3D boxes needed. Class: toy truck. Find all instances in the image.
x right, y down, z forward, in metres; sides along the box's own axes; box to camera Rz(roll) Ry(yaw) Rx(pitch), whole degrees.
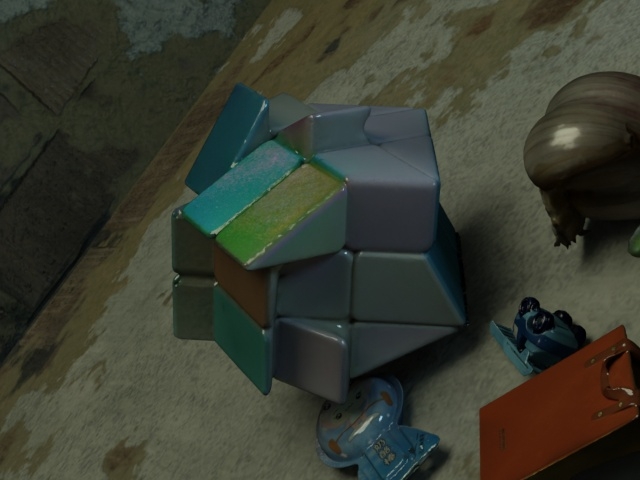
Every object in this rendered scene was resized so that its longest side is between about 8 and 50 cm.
[{"bbox_3d":[0.233,0.099,1.251,0.074,0.063,0.136,-63,17,14],"label":"toy truck"}]

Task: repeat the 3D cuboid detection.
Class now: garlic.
[{"bbox_3d":[0.330,-0.056,1.259,0.207,0.207,0.256,-40,59,16],"label":"garlic"}]

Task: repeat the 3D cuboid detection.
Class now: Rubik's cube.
[{"bbox_3d":[0.000,0.000,1.424,0.368,0.358,0.387,2,23,2],"label":"Rubik's cube"}]

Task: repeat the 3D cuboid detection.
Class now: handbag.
[{"bbox_3d":[0.241,0.178,1.109,0.190,0.063,0.127,-36,25,30],"label":"handbag"}]

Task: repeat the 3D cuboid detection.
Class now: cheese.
[{"bbox_3d":[0.056,0.225,1.349,0.135,0.052,0.245,-47,23,0],"label":"cheese"}]

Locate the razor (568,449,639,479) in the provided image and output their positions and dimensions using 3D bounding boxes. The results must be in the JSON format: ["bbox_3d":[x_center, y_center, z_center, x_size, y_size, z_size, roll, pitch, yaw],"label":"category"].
[{"bbox_3d":[0.303,0.237,0.842,0.349,0.113,0.204,-22,36,44],"label":"razor"}]

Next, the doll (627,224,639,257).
[{"bbox_3d":[0.390,-0.004,0.917,0.213,0.236,0.213,-42,26,26],"label":"doll"}]
